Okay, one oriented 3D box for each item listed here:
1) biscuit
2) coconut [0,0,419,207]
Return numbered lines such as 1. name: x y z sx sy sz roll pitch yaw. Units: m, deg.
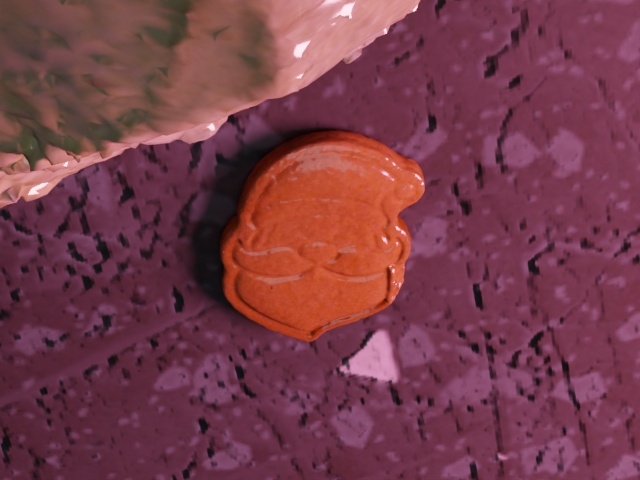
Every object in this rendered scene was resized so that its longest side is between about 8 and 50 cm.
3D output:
1. biscuit: 0.000 0.000 1.006 0.102 0.019 0.130 10 126 -13
2. coconut: -0.127 -0.229 0.623 0.404 0.405 0.405 -4 127 -5
